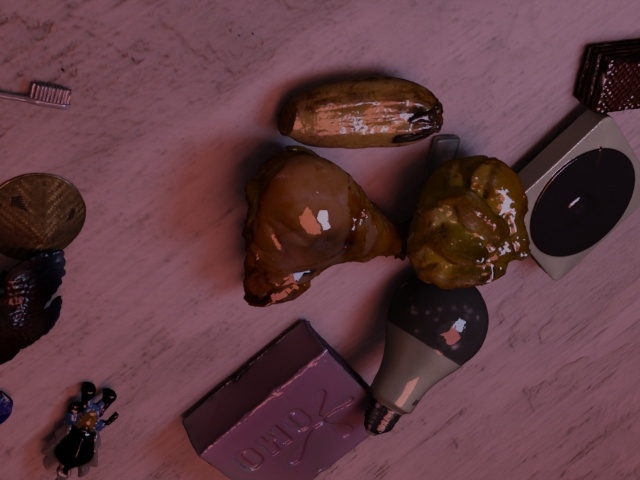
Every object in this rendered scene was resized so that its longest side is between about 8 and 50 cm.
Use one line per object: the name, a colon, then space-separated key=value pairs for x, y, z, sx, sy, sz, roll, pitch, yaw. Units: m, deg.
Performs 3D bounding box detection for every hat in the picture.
hat: x=-0.391 y=-0.015 z=1.356 sx=0.146 sy=0.067 sz=0.146 roll=-16 pitch=129 yaw=-20

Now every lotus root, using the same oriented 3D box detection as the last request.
lotus root: x=0.063 y=-0.193 z=1.469 sx=0.258 sy=0.097 sz=0.110 roll=-3 pitch=117 yaw=-19

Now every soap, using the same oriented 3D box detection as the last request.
soap: x=-0.056 y=0.323 z=1.777 sx=0.296 sy=0.107 sz=0.285 roll=-40 pitch=135 yaw=3

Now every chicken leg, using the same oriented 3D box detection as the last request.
chicken leg: x=0.000 y=0.000 z=1.558 sx=0.409 sy=0.182 sz=0.295 roll=8 pitch=129 yaw=-52

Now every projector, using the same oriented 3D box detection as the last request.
projector: x=0.460 y=-0.084 z=1.784 sx=0.259 sy=0.079 sz=0.257 roll=-43 pitch=133 yaw=5

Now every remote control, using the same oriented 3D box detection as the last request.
remote control: x=0.202 y=-0.121 z=1.650 sx=0.053 sy=0.018 sz=0.125 roll=-7 pitch=126 yaw=-24

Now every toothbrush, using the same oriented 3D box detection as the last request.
toothbrush: x=-0.478 y=-0.201 z=1.198 sx=0.353 sy=0.024 sz=0.029 roll=5 pitch=115 yaw=-33

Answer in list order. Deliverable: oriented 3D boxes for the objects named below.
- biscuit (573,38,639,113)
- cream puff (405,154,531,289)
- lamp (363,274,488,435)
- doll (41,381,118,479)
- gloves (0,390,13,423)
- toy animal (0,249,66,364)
biscuit: x=0.565 y=-0.292 z=1.697 sx=0.252 sy=0.070 sz=0.106 roll=-10 pitch=128 yaw=-24
cream puff: x=0.242 y=-0.024 z=1.600 sx=0.244 sy=0.196 sz=0.244 roll=1 pitch=89 yaw=-47
lamp: x=0.185 y=0.203 z=1.759 sx=0.181 sy=0.182 sz=0.314 roll=14 pitch=105 yaw=-36
doll: x=-0.399 y=0.327 z=1.606 sx=0.096 sy=0.070 sz=0.195 roll=21 pitch=105 yaw=-22
gloves: x=-0.518 y=0.273 z=1.524 sx=0.086 sy=0.026 sz=0.064 roll=-34 pitch=135 yaw=-4
toy animal: x=-0.426 y=0.113 z=1.359 sx=0.116 sy=0.179 sz=0.218 roll=36 pitch=102 yaw=-17
